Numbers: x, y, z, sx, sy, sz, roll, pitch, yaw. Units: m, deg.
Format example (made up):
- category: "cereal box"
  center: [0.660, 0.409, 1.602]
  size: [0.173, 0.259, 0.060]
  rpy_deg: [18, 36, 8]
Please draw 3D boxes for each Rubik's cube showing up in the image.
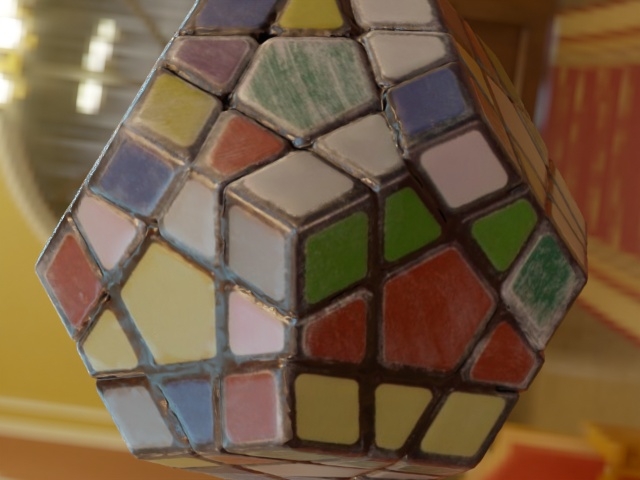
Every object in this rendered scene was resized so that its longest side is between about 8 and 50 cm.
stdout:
- category: "Rubik's cube"
  center: [0.000, 0.000, 0.393]
  size: [0.111, 0.093, 0.111]
  rpy_deg: [53, -162, -25]
